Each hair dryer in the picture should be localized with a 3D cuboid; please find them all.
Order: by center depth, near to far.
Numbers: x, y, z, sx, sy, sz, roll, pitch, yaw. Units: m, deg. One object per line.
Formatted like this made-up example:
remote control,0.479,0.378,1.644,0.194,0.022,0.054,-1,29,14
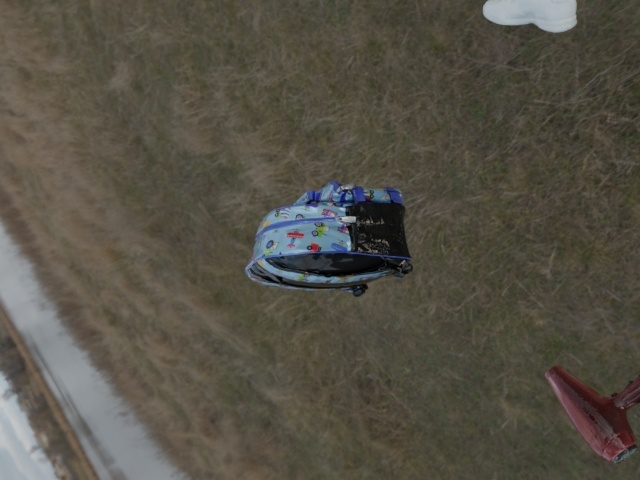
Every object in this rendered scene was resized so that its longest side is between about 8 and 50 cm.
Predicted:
hair dryer,0.555,0.289,0.970,0.294,0.223,0.080,6,155,36

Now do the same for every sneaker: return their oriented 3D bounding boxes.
sneaker,0.427,-0.494,1.105,0.212,0.080,0.094,32,152,43

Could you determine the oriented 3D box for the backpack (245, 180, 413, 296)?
backpack,0.000,0.000,0.639,0.158,0.173,0.116,142,127,-65
